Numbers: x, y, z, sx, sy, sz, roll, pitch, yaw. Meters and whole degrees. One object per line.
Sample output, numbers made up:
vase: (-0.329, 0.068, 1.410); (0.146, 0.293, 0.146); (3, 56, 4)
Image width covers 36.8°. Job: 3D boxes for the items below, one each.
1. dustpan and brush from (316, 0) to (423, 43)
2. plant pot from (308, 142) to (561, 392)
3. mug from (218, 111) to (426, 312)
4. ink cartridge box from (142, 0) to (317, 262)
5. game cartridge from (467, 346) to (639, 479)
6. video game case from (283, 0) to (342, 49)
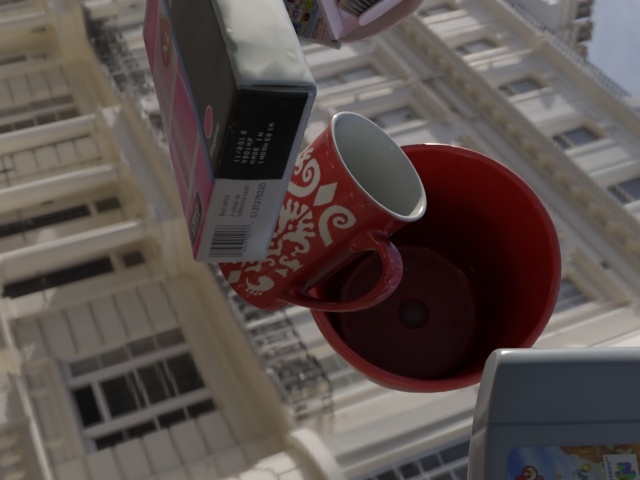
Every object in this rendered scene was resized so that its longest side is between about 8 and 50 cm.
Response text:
dustpan and brush: (0.105, -0.317, 1.200); (0.060, 0.211, 0.147); (59, 1, 21)
plant pot: (0.114, 0.058, 1.106); (0.243, 0.275, 0.275); (94, -25, -71)
mug: (-0.007, -0.007, 0.835); (0.169, 0.113, 0.150); (-38, -149, 30)
ink cartridge box: (-0.093, -0.176, 0.787); (0.175, 0.069, 0.371); (110, -28, -45)
game cartridge: (0.207, 0.221, 0.689); (0.062, 0.198, 0.297); (116, -27, -65)
video game case: (-0.015, -0.356, 1.510); (0.011, 0.122, 0.087); (43, 64, -84)
